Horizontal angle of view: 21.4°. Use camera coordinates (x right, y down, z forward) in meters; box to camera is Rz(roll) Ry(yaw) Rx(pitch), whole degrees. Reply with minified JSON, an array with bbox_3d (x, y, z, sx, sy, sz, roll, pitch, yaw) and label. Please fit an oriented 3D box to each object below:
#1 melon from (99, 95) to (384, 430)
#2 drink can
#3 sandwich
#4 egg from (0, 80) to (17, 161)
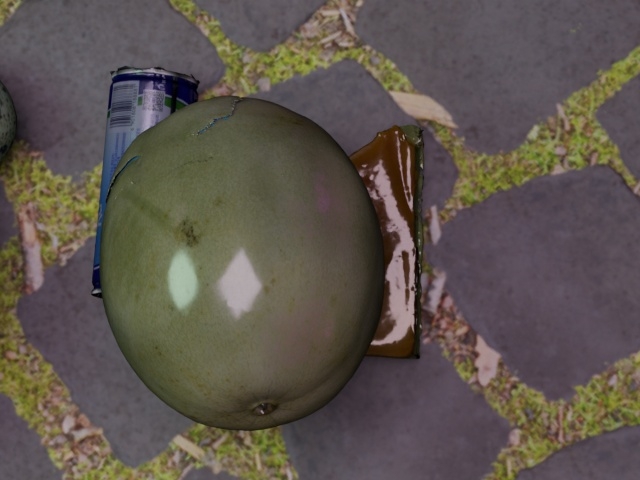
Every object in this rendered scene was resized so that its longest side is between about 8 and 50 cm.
[{"bbox_3d":[-0.072,0.014,1.590,0.268,0.268,0.330,-12,56,1],"label":"melon"},{"bbox_3d":[-0.180,-0.056,1.745,0.097,0.097,0.235,3,81,3],"label":"drink can"},{"bbox_3d":[0.000,0.000,1.743,0.212,0.063,0.245,0,80,4],"label":"sandwich"},{"bbox_3d":[-0.397,-0.128,1.749,0.172,0.132,0.132,13,82,18],"label":"egg"}]
